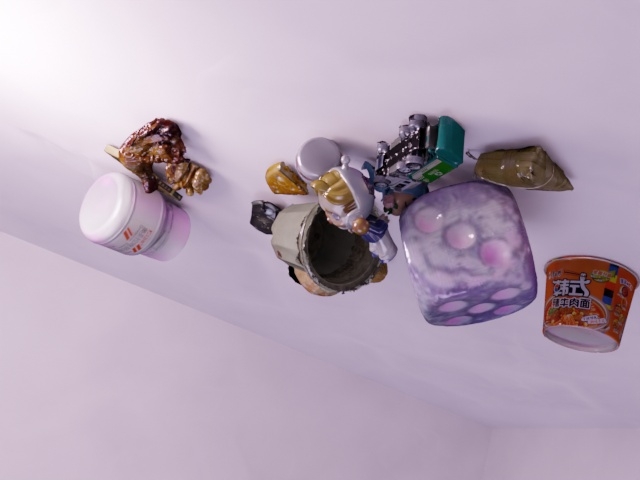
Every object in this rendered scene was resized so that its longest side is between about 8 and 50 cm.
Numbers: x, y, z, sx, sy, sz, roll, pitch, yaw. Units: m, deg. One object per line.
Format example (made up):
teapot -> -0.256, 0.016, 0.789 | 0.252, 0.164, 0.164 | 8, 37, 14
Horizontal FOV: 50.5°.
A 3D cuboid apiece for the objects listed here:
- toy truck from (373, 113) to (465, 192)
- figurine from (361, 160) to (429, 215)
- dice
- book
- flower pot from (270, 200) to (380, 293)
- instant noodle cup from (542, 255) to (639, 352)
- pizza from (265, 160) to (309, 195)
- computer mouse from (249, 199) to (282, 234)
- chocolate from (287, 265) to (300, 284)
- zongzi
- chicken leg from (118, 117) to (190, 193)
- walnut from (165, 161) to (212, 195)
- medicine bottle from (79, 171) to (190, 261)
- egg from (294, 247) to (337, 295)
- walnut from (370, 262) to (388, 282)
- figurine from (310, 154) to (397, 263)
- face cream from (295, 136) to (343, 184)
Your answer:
toy truck -> 0.212, -0.186, 1.482 | 0.124, 0.114, 0.253 | 14, 161, -19
figurine -> 0.170, -0.116, 1.647 | 0.178, 0.144, 0.114 | 26, 147, 12
dice -> 0.342, 0.035, 1.587 | 0.272, 0.270, 0.270 | -15, 154, 10
book -> -0.543, -0.205, 2.081 | 0.161, 0.026, 0.231 | 25, 169, 44
flower pot -> 0.000, 0.000, 1.913 | 0.290, 0.290, 0.259 | 34, 164, -33
instant noodle cup -> 0.717, 0.180, 1.837 | 0.251, 0.192, 0.250 | 17, 159, 7
pizza -> -0.091, -0.164, 1.864 | 0.131, 0.041, 0.178 | 17, 158, 10
computer mouse -> -0.162, -0.080, 2.098 | 0.106, 0.062, 0.192 | 17, 153, 6
chocolate -> -0.055, 0.074, 2.337 | 0.156, 0.156, 0.133 | 26, -175, -19
zongzi -> 0.430, -0.140, 1.472 | 0.189, 0.081, 0.178 | 3, 164, 47
chicken leg -> -0.466, -0.237, 1.881 | 0.178, 0.082, 0.323 | 27, 142, -30
walnut -> -0.401, -0.184, 2.031 | 0.143, 0.069, 0.170 | 23, 160, -11
medicine bottle -> -0.606, -0.067, 2.239 | 0.241, 0.241, 0.302 | 0, 162, 39
egg -> 0.013, 0.080, 2.158 | 0.195, 0.194, 0.233 | 18, -169, 2
walnut -> 0.159, 0.084, 2.190 | 0.125, 0.105, 0.105 | 35, 155, -11
figurine -> 0.094, -0.058, 1.567 | 0.274, 0.133, 0.194 | 49, 180, -12
face cream -> -0.002, -0.186, 1.638 | 0.117, 0.117, 0.104 | 16, 166, 7
